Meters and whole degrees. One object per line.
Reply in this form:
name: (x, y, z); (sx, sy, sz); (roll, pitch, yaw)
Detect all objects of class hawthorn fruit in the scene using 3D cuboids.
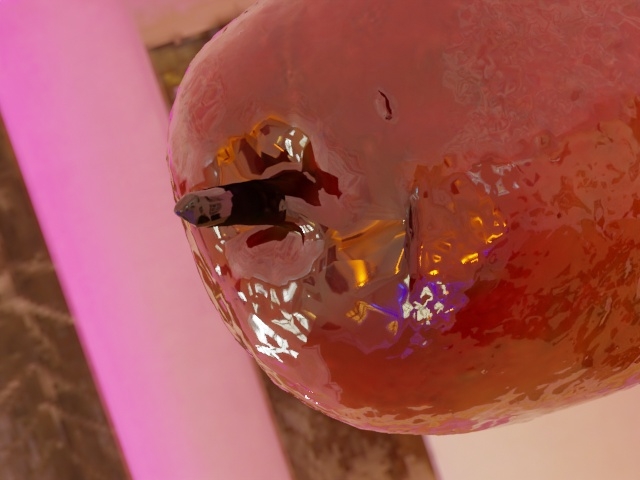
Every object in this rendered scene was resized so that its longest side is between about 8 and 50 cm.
hawthorn fruit: (0.054, -0.038, 0.832); (0.284, 0.285, 0.369); (-15, 176, 42)
